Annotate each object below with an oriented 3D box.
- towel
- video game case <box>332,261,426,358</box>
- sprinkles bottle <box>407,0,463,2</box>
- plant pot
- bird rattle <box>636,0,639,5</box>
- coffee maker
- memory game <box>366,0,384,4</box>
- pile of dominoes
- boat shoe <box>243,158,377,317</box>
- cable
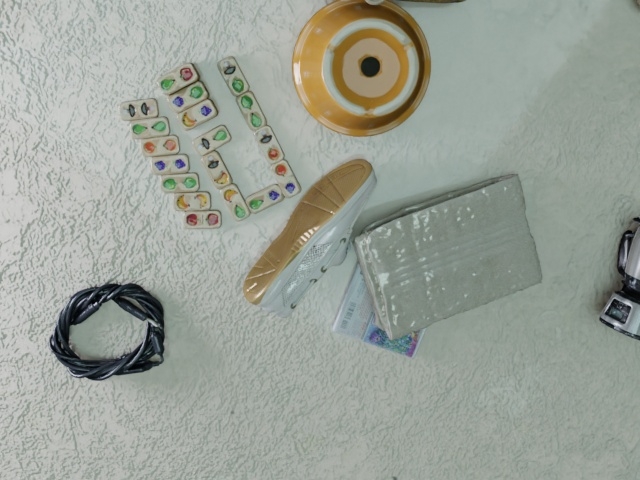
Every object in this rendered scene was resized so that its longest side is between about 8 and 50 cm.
[{"bbox_3d":[0.199,0.026,1.284,0.282,0.049,0.187,-19,104,-9],"label":"towel"},{"bbox_3d":[0.112,0.096,1.328,0.143,0.019,0.157,19,100,-7],"label":"video game case"},{"bbox_3d":[0.164,-0.514,1.141,0.121,0.121,0.355,3,103,-3],"label":"sprinkles bottle"},{"bbox_3d":[0.062,-0.242,1.163,0.205,0.188,0.205,0,103,-2],"label":"plant pot"},{"bbox_3d":[0.530,-0.413,1.180,0.253,0.143,0.207,18,118,-3],"label":"bird rattle"},{"bbox_3d":[0.538,0.071,1.286,0.171,0.120,0.178,15,102,-6],"label":"coffee maker"},{"bbox_3d":[0.063,-0.407,1.101,0.186,0.012,0.186,0,102,2],"label":"memory game"},{"bbox_3d":[-0.169,-0.139,1.254,0.196,0.040,0.251,-27,102,4],"label":"pile of dominoes"},{"bbox_3d":[0.000,0.000,1.272,0.096,0.098,0.277,37,97,-33],"label":"boat shoe"},{"bbox_3d":[-0.339,0.143,1.307,0.184,0.047,0.150,-6,103,0],"label":"cable"}]
